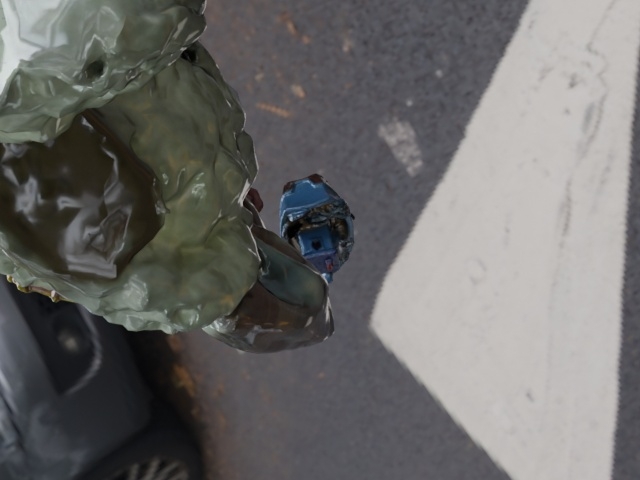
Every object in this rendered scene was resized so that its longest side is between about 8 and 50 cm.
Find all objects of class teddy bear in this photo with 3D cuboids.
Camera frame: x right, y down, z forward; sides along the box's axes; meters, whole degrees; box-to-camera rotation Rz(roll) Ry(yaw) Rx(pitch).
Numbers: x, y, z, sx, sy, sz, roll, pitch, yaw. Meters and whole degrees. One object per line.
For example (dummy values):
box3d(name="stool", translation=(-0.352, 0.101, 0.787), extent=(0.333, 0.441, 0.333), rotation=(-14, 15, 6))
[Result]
box3d(name="teddy bear", translation=(-0.123, -0.135, 0.510), extent=(0.327, 0.362, 0.376), rotation=(36, 120, 51))

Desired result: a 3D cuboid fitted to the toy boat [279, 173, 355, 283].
box3d(name="toy boat", translation=(0.000, 0.000, 1.666), extent=(0.223, 0.100, 0.097), rotation=(75, -178, -64))

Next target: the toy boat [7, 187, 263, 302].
box3d(name="toy boat", translation=(-0.211, -0.005, 1.510), extent=(0.099, 0.317, 0.141), rotation=(134, 117, -73))
